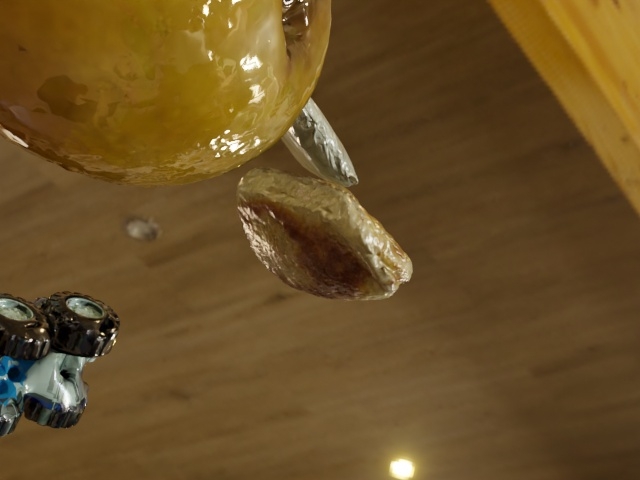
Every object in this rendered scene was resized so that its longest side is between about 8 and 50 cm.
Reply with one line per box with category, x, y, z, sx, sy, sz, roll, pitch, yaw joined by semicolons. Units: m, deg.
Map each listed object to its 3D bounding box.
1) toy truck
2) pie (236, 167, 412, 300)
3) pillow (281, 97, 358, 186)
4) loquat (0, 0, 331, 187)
toy truck;-0.288;0.093;1.101;0.126;0.113;0.208;36;20;31
pie;0.000;0.000;1.354;0.205;0.084;0.179;15;-23;28
pillow;-0.040;-0.155;1.335;0.229;0.051;0.128;55;-11;-25
loquat;-0.132;-0.163;0.807;0.275;0.274;0.275;12;-35;8
